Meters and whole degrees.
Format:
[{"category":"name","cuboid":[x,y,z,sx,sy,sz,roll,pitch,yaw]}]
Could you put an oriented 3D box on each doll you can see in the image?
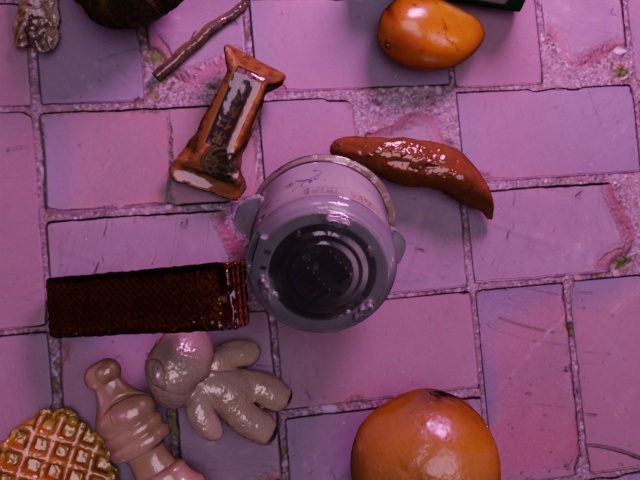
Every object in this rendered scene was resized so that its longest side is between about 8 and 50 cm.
[{"category":"doll","cuboid":[-0.189,0.265,1.302,0.278,0.175,0.149,34,120,-15]}]

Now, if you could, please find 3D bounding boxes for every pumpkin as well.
[{"category":"pumpkin","cuboid":[-0.326,-0.495,1.285,0.261,0.189,0.260,-2,78,11]}]

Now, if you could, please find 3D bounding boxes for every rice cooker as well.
[{"category":"rice cooker","cuboid":[0.000,0.000,1.256,0.317,0.316,0.264,8,114,-9]}]

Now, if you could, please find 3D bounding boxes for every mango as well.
[{"category":"mango","cuboid":[0.217,-0.401,1.402,0.220,0.112,0.144,0,84,-14]}]

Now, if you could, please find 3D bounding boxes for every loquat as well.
[{"category":"loquat","cuboid":[0.184,0.396,1.282,0.263,0.263,0.262,1,87,-10]}]

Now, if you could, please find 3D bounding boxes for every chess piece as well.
[{"category":"chess piece","cuboid":[-0.318,0.347,1.256,0.124,0.139,0.307,-31,93,-33]}]

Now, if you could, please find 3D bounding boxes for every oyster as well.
[{"category":"oyster","cuboid":[-0.512,-0.433,1.302,0.106,0.061,0.199,-10,89,-9]}]

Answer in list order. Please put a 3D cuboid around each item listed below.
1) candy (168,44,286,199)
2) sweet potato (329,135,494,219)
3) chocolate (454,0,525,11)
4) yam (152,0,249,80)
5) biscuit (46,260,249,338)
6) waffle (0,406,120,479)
[{"category":"candy","cuboid":[-0.164,-0.210,1.334,0.143,0.101,0.271,24,89,-2]},{"category":"sweet potato","cuboid":[0.194,-0.146,1.395,0.355,0.095,0.106,20,111,-9]},{"category":"chocolate","cuboid":[0.255,-0.649,1.397,0.361,0.161,0.341,6,83,-9]},{"category":"yam","cuboid":[-0.225,-0.383,1.369,0.234,0.029,0.027,-43,121,-11]},{"category":"biscuit","cuboid":[-0.290,0.100,1.202,0.389,0.073,0.107,-6,88,26]},{"category":"waffle","cuboid":[-0.467,0.420,1.270,0.243,0.059,0.237,-30,89,-13]}]
